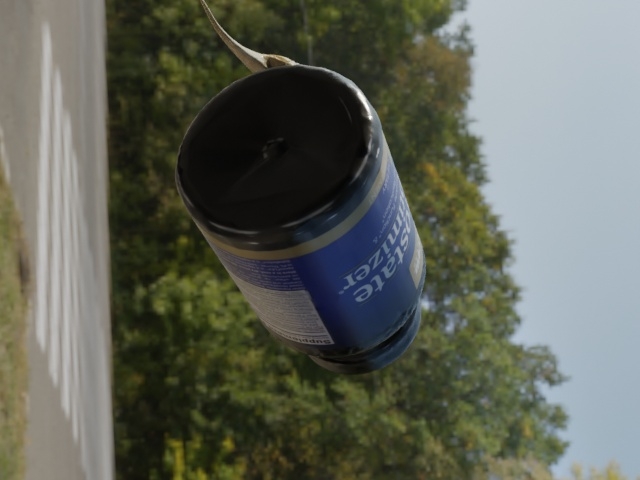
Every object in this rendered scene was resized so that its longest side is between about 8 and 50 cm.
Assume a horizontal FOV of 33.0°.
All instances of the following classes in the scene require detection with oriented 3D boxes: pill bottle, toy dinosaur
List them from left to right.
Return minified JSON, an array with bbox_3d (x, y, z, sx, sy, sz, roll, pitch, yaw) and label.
[{"bbox_3d":[-0.041,-0.147,0.958,0.092,0.183,0.053,42,-76,36],"label":"toy dinosaur"},{"bbox_3d":[0.000,0.000,0.693,0.219,0.123,0.123,63,15,-56],"label":"pill bottle"}]
